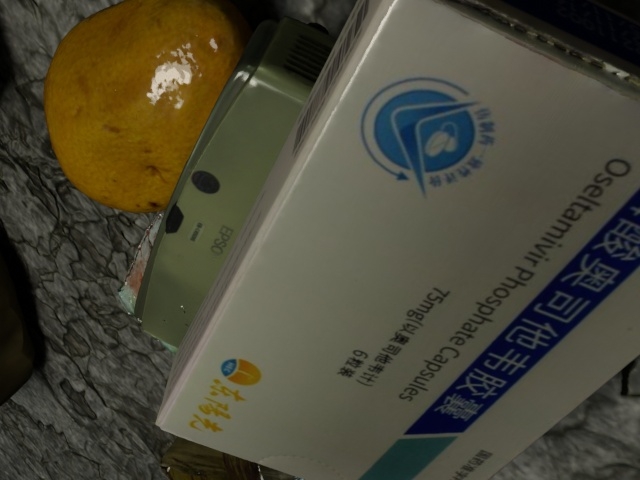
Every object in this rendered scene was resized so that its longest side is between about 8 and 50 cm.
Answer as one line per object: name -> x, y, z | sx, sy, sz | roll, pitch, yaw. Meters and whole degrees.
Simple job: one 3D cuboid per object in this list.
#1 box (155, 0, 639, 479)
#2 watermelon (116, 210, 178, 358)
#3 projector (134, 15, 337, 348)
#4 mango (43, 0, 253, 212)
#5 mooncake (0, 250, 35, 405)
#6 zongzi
box -> 0.055, 0.027, 0.454 | 0.200, 0.065, 0.343 | 22, 134, -10
watermelon -> -0.105, 0.030, 0.735 | 0.187, 0.071, 0.139 | 26, 128, 40
projector -> 0.000, 0.000, 0.557 | 0.194, 0.088, 0.269 | 26, 137, -7
mango -> -0.122, -0.102, 0.608 | 0.147, 0.109, 0.227 | 55, 140, 0
mooncake -> -0.591, 0.063, 1.074 | 0.467, 0.262, 0.467 | 27, 138, 27
zongzi -> -0.004, 0.243, 0.772 | 0.221, 0.112, 0.242 | -20, 113, 49
